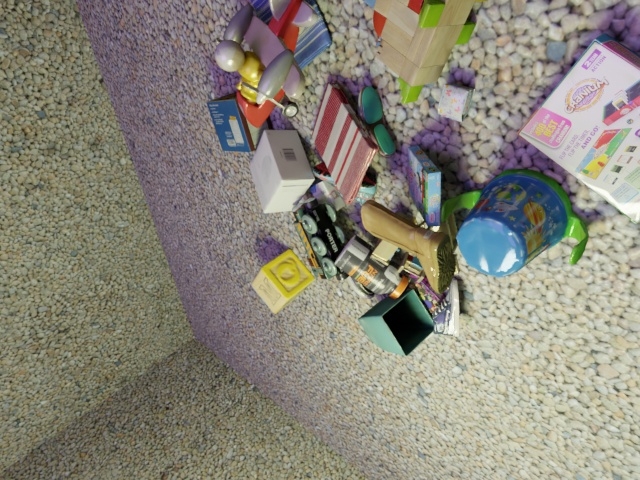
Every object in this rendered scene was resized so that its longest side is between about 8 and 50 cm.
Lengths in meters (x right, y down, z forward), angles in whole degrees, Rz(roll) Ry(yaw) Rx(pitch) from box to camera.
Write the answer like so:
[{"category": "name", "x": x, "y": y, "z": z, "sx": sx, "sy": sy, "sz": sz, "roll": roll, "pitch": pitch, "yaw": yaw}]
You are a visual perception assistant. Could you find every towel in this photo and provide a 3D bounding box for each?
[{"category": "towel", "x": -0.109, "y": -0.711, "z": 1.349, "sx": 0.243, "sy": 0.040, "sz": 0.335, "roll": -14, "pitch": 107, "yaw": 52}, {"category": "towel", "x": 0.065, "y": -0.310, "z": 1.363, "sx": 0.328, "sy": 0.037, "sz": 0.237, "roll": 66, "pitch": 150, "yaw": 31}]

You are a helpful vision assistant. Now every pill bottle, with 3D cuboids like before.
[{"category": "pill bottle", "x": 0.182, "y": 0.100, "z": 1.492, "sx": 0.246, "sy": 0.130, "sz": 0.130, "roll": 35, "pitch": 142, "yaw": 1}]

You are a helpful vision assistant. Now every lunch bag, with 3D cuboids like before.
[{"category": "lunch bag", "x": 0.344, "y": -0.352, "z": 1.101, "sx": 0.071, "sy": 0.053, "sz": 0.083, "roll": 29, "pitch": 127, "yaw": 29}]

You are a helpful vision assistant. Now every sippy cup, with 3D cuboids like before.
[{"category": "sippy cup", "x": 0.464, "y": -0.030, "z": 1.071, "sx": 0.306, "sy": 0.224, "sz": 0.239, "roll": -21, "pitch": 101, "yaw": 53}]

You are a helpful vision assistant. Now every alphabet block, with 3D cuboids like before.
[{"category": "alphabet block", "x": -0.179, "y": 0.192, "z": 2.020, "sx": 0.193, "sy": 0.192, "sz": 0.197, "roll": 48, "pitch": 145, "yaw": 7}]

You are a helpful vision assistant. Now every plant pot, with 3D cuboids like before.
[{"category": "plant pot", "x": 0.255, "y": 0.297, "z": 1.560, "sx": 0.165, "sy": 0.166, "sz": 0.234, "roll": 58, "pitch": 154, "yaw": -4}]

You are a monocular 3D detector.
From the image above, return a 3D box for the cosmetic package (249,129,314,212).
[{"category": "cosmetic package", "x": -0.152, "y": -0.256, "z": 1.617, "sx": 0.224, "sy": 0.138, "sz": 0.223, "roll": -47, "pitch": 56, "yaw": 53}]

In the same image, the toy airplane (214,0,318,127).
[{"category": "toy airplane", "x": -0.173, "y": -0.560, "z": 1.278, "sx": 0.386, "sy": 0.273, "sz": 0.383, "roll": 1, "pitch": 97, "yaw": 61}]

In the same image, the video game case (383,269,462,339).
[{"category": "video game case", "x": 0.359, "y": 0.226, "z": 1.550, "sx": 0.232, "sy": 0.042, "sz": 0.210, "roll": 47, "pitch": 142, "yaw": 12}]

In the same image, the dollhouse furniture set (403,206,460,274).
[{"category": "dollhouse furniture set", "x": 0.339, "y": 0.003, "z": 1.324, "sx": 0.161, "sy": 0.101, "sz": 0.181, "roll": -4, "pitch": 115, "yaw": 35}]

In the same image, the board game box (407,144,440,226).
[{"category": "board game box", "x": 0.290, "y": -0.158, "z": 1.217, "sx": 0.211, "sy": 0.039, "sz": 0.160, "roll": -96, "pitch": -2, "yaw": -59}]

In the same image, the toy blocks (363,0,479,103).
[{"category": "toy blocks", "x": 0.214, "y": -0.563, "z": 1.007, "sx": 0.260, "sy": 0.191, "sz": 0.381, "roll": 51, "pitch": 145, "yaw": 26}]

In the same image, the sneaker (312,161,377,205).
[{"category": "sneaker", "x": 0.074, "y": -0.189, "z": 1.498, "sx": 0.262, "sy": 0.104, "sz": 0.125, "roll": 29, "pitch": 140, "yaw": 33}]

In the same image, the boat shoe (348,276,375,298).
[{"category": "boat shoe", "x": 0.148, "y": 0.131, "z": 1.688, "sx": 0.219, "sy": 0.078, "sz": 0.070, "roll": 54, "pitch": 146, "yaw": 5}]

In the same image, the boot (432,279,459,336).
[{"category": "boot", "x": 0.409, "y": 0.222, "z": 1.412, "sx": 0.086, "sy": 0.069, "sz": 0.189, "roll": -1, "pitch": 96, "yaw": 18}]

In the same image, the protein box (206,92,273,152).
[{"category": "protein box", "x": -0.310, "y": -0.466, "z": 1.690, "sx": 0.200, "sy": 0.136, "sz": 0.201, "roll": 14, "pitch": 127, "yaw": 43}]

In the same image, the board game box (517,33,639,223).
[{"category": "board game box", "x": 0.614, "y": -0.222, "z": 0.881, "sx": 0.316, "sy": 0.064, "sz": 0.242, "roll": 45, "pitch": 143, "yaw": 15}]

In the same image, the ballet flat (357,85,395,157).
[{"category": "ballet flat", "x": 0.159, "y": -0.352, "z": 1.306, "sx": 0.221, "sy": 0.077, "sz": 0.079, "roll": 65, "pitch": 163, "yaw": -13}]

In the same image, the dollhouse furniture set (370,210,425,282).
[{"category": "dollhouse furniture set", "x": 0.288, "y": 0.019, "z": 1.422, "sx": 0.184, "sy": 0.128, "sz": 0.129, "roll": 28, "pitch": 141, "yaw": 0}]

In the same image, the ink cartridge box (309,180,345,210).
[{"category": "ink cartridge box", "x": 0.026, "y": -0.165, "z": 1.614, "sx": 0.089, "sy": 0.052, "sz": 0.122, "roll": -16, "pitch": 104, "yaw": 53}]

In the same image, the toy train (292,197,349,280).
[{"category": "toy train", "x": 0.000, "y": 0.000, "z": 1.621, "sx": 0.190, "sy": 0.142, "sz": 0.333, "roll": -3, "pitch": 116, "yaw": 57}]

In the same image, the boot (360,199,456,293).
[{"category": "boot", "x": 0.253, "y": 0.013, "z": 1.250, "sx": 0.270, "sy": 0.089, "sz": 0.236, "roll": 29, "pitch": 147, "yaw": 40}]

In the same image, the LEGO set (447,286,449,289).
[{"category": "LEGO set", "x": 0.402, "y": 0.134, "z": 1.442, "sx": 0.083, "sy": 0.023, "sz": 0.054, "roll": 44, "pitch": 143, "yaw": 15}]
